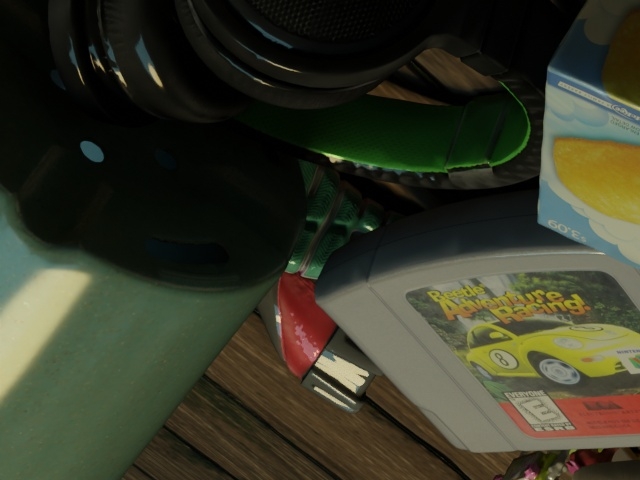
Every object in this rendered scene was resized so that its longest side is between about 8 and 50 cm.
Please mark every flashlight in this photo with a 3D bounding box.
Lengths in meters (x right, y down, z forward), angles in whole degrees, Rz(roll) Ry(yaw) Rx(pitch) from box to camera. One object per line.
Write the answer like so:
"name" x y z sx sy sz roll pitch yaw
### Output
"flashlight" -0.076 0.003 1.291 0.304 0.103 0.103 32 -176 2

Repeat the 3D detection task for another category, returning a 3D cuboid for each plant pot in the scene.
"plant pot" -0.202 0.024 1.081 0.341 0.341 0.334 37 123 -12

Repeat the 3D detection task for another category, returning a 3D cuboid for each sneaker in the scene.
"sneaker" 0.000 0.000 1.204 0.224 0.083 0.098 31 164 -1

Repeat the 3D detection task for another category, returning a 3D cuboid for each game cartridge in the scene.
"game cartridge" 0.147 0.049 1.057 0.294 0.060 0.196 -9 133 40

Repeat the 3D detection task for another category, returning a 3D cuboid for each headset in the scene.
"headset" -0.036 -0.152 0.898 0.394 0.185 0.243 27 161 -34

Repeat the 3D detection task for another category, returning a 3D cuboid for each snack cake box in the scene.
"snack cake box" 0.235 -0.020 0.820 0.264 0.089 0.152 26 157 17

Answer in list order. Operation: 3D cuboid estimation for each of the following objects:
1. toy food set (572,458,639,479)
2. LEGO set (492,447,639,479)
"toy food set" 0.299 0.225 1.218 0.220 0.092 0.306 -6 143 14
"LEGO set" 0.187 0.162 1.262 0.132 0.107 0.287 26 158 15
